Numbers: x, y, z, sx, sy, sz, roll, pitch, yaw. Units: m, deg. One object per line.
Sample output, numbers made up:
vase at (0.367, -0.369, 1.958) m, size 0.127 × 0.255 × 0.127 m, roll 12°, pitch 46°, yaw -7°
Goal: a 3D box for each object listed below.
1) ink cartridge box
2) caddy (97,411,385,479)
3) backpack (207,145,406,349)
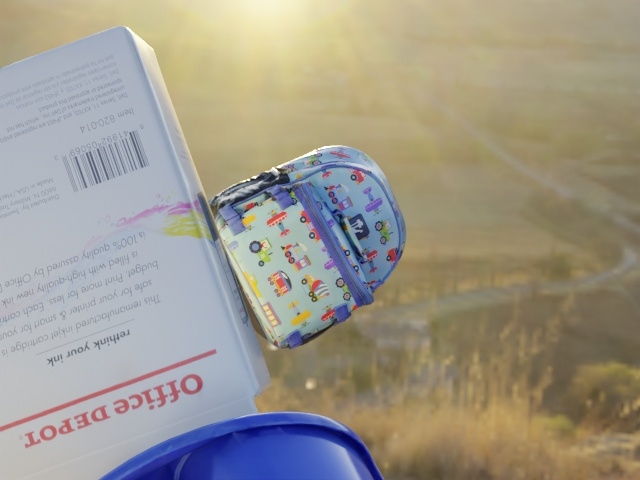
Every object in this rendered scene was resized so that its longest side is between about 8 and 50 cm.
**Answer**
ink cartridge box at (-0.167, 0.047, 1.002) m, size 0.207 × 0.353 × 0.119 m, roll -19°, pitch -3°, yaw 2°
caddy at (-0.045, 0.242, 0.863) m, size 0.241 × 0.341 × 0.179 m, roll -30°, pitch 51°, yaw -3°
backpack at (0.000, 0.000, 1.239) m, size 0.173 × 0.158 × 0.117 m, roll -25°, pitch 12°, yaw -9°
